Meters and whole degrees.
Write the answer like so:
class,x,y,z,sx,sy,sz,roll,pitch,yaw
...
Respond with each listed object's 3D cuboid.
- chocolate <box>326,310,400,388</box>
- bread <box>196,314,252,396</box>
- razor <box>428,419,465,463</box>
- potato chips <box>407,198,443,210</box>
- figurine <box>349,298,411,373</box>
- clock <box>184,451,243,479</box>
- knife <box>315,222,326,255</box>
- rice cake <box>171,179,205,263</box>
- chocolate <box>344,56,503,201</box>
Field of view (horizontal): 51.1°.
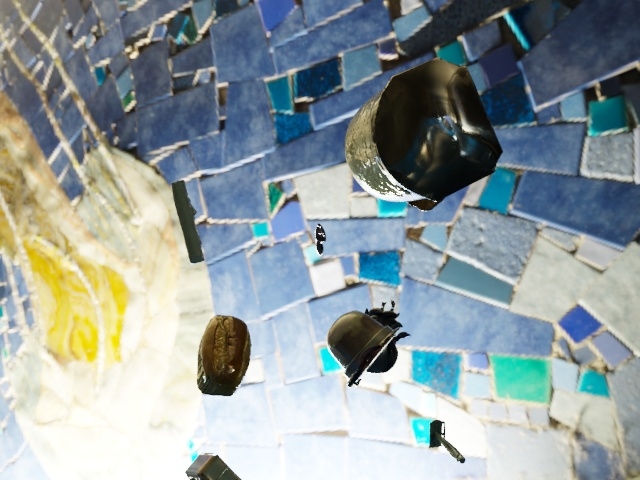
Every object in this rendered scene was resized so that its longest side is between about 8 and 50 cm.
class,x,y,z,sx,sy,sz,roll,pitch,yaw
chocolate,0.088,0.256,1.682,0.221,0.147,0.221,-52,173,-9
bread,-0.260,0.306,1.815,0.139,0.236,0.106,17,128,-16
razor,0.280,0.449,1.457,0.040,0.068,0.135,-4,-170,-16
potato chips,0.316,-0.179,1.927,0.049,0.150,0.202,-7,133,-48
figurine,0.205,0.358,2.470,0.196,0.265,0.175,-5,172,-28
clock,-0.239,0.623,1.677,0.071,0.192,0.147,-46,-173,-29
knife,0.000,0.000,2.029,0.035,0.018,0.247,15,160,6
rice cake,-0.271,-0.039,1.381,0.042,0.180,0.030,-14,166,-13
chocolate,0.227,-0.255,1.698,0.326,0.314,0.297,-28,-173,-15
